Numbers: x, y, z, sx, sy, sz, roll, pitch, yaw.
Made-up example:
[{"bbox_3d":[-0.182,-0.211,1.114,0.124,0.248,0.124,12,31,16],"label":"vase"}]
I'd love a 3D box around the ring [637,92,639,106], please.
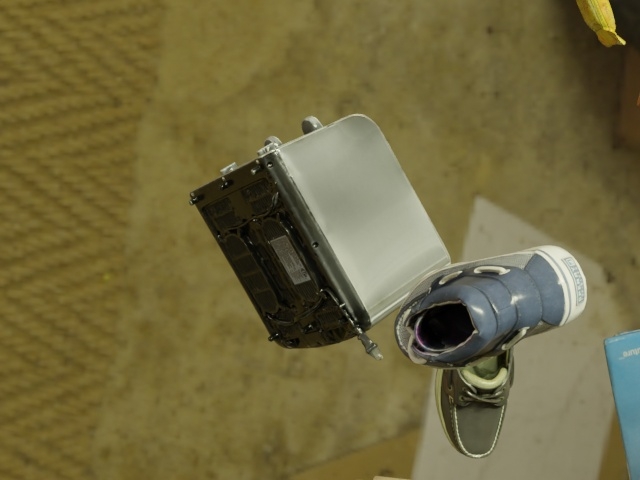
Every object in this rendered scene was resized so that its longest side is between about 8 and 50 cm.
[{"bbox_3d":[0.343,-0.263,1.362,0.336,0.032,0.336,15,90,-82],"label":"ring"}]

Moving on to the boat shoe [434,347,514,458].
[{"bbox_3d":[0.172,0.143,1.620,0.080,0.073,0.223,-1,108,-7],"label":"boat shoe"}]

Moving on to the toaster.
[{"bbox_3d":[0.000,0.000,1.193,0.110,0.168,0.185,-32,95,-27],"label":"toaster"}]

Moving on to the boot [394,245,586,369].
[{"bbox_3d":[0.077,0.049,0.929,0.086,0.190,0.069,-17,82,-30],"label":"boot"}]

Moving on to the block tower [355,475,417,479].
[{"bbox_3d":[0.043,0.400,1.484,0.091,0.097,0.335,42,59,-41],"label":"block tower"}]

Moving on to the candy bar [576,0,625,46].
[{"bbox_3d":[0.161,-0.200,0.971,0.018,0.040,0.161,-24,100,-1],"label":"candy bar"}]

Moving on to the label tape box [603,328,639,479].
[{"bbox_3d":[0.334,0.198,0.927,0.106,0.241,0.333,16,62,-54],"label":"label tape box"}]
